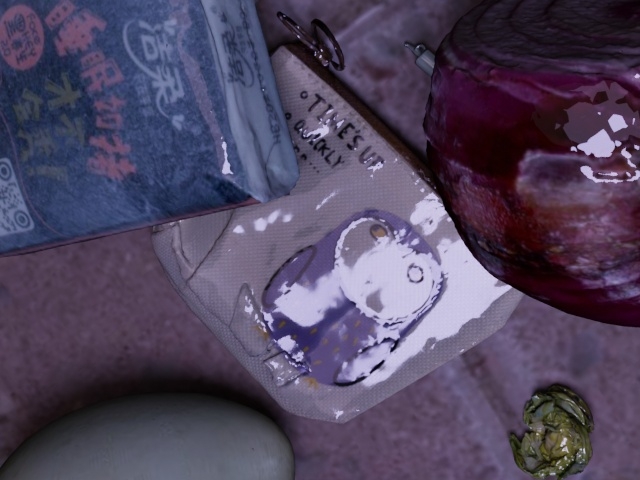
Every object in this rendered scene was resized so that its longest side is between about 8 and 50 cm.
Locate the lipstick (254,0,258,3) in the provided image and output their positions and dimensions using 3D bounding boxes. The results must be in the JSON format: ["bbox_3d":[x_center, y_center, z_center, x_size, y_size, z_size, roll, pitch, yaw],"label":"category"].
[{"bbox_3d":[-0.112,-0.318,0.869,0.077,0.079,0.253,-4,113,23],"label":"lipstick"}]

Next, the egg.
[{"bbox_3d":[-0.160,0.244,0.921,0.295,0.218,0.218,-25,94,0],"label":"egg"}]

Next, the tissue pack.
[{"bbox_3d":[-0.191,-0.117,0.884,0.316,0.103,0.228,-10,99,30],"label":"tissue pack"}]

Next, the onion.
[{"bbox_3d":[0.237,-0.062,0.774,0.337,0.282,0.260,-20,124,-21],"label":"onion"}]

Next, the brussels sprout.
[{"bbox_3d":[0.213,0.173,0.926,0.085,0.058,0.085,1,91,43],"label":"brussels sprout"}]

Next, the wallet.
[{"bbox_3d":[0.002,-0.001,0.925,0.275,0.068,0.335,-44,88,14],"label":"wallet"}]

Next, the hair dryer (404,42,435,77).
[{"bbox_3d":[0.117,-0.130,0.904,0.124,0.038,0.063,42,104,7],"label":"hair dryer"}]
